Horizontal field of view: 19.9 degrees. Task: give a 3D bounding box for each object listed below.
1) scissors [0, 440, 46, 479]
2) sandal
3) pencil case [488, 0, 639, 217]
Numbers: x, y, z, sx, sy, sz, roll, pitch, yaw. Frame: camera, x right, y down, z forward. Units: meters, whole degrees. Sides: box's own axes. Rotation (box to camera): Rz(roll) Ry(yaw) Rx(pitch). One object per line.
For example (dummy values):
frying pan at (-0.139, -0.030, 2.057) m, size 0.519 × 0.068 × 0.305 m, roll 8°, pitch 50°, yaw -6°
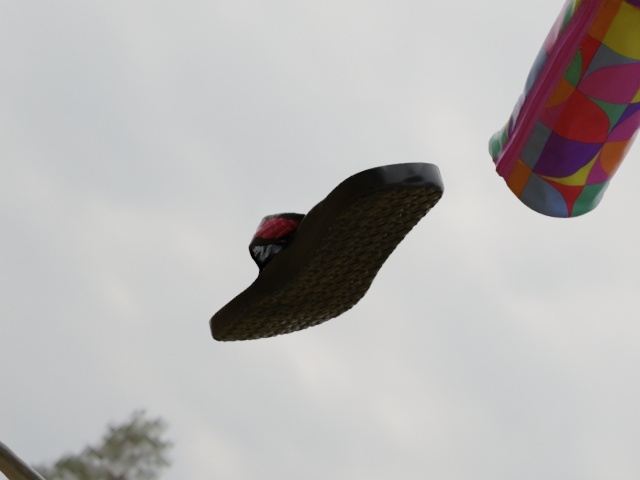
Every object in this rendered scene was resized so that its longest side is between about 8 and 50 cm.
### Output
scissors at (-0.040, 0.152, 0.663) m, size 0.297 × 0.021 × 0.109 m, roll 24°, pitch -33°, yaw 42°
sandal at (0.000, 0.000, 0.849) m, size 0.179 × 0.067 × 0.040 m, roll -47°, pitch -124°, yaw 51°
pencil case at (0.196, -0.124, 1.297) m, size 0.104 × 0.104 × 0.236 m, roll 35°, pitch -45°, yaw 16°
